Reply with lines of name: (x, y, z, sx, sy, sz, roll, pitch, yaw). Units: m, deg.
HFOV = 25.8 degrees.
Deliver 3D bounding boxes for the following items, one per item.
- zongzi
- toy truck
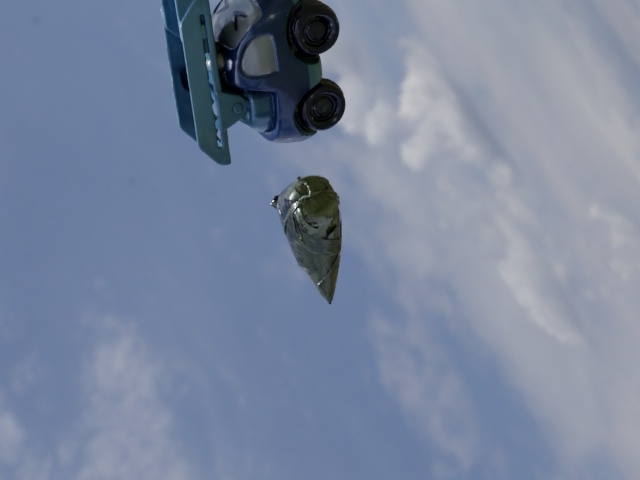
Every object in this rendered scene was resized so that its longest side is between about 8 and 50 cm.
zongzi: (0.000, 0.000, 1.261, 0.109, 0.055, 0.119, 158, 94, -81)
toy truck: (-0.035, -0.107, 0.646, 0.063, 0.074, 0.136, -138, 37, -57)
